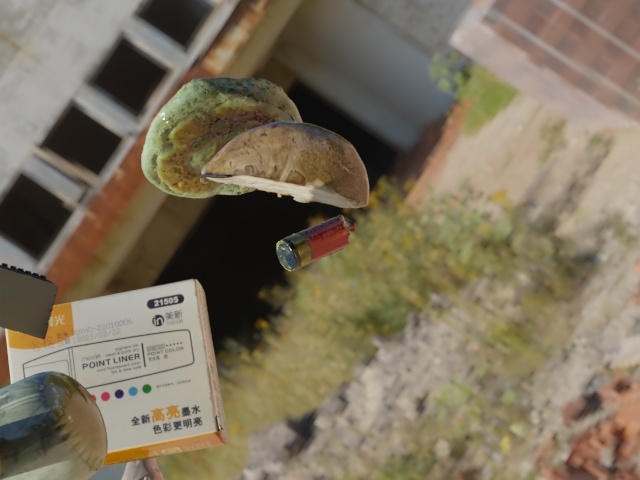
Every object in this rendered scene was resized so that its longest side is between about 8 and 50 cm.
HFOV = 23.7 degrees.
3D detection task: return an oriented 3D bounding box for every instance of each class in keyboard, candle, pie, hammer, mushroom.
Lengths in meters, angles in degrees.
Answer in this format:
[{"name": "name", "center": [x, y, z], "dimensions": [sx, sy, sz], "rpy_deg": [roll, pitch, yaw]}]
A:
[{"name": "keyboard", "center": [-0.340, 0.070, 1.738], "dimensions": [0.196, 0.074, 0.015], "rpy_deg": [123, 159, -65]}, {"name": "candle", "center": [0.000, 0.000, 2.239], "dimensions": [0.130, 0.052, 0.052], "rpy_deg": [-25, -16, -30]}, {"name": "pie", "center": [-0.140, -0.139, 2.111], "dimensions": [0.240, 0.240, 0.054], "rpy_deg": [-55, 39, 42]}, {"name": "hammer", "center": [-0.305, 0.189, 1.275], "dimensions": [0.201, 0.113, 0.305], "rpy_deg": [-29, -8, 6]}, {"name": "mushroom", "center": [-0.039, -0.095, 1.827], "dimensions": [0.072, 0.209, 0.094], "rpy_deg": [68, -143, -65]}]

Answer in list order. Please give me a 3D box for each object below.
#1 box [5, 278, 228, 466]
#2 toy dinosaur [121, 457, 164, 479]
[{"name": "box", "center": [-0.271, 0.184, 2.011], "dimensions": [0.091, 0.273, 0.221], "rpy_deg": [70, -173, -72]}, {"name": "toy dinosaur", "center": [-0.273, 0.389, 2.110], "dimensions": [0.152, 0.194, 0.177], "rpy_deg": [-18, -12, 11]}]
